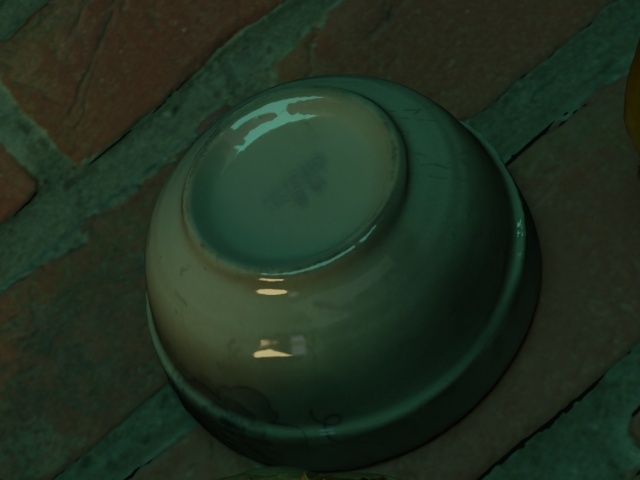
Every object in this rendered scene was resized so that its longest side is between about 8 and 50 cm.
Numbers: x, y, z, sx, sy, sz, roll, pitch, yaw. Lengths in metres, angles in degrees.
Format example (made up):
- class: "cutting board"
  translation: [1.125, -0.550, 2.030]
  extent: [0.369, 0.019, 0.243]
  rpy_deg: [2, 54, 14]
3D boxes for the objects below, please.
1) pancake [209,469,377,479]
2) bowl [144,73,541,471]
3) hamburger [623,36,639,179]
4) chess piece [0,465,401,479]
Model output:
- class: "pancake"
  translation: [-0.021, 0.298, 1.023]
  extent: [0.356, 0.065, 0.356]
  rpy_deg: [-1, 86, 19]
- class: "bowl"
  translation: [0.000, 0.000, 1.400]
  extent: [0.307, 0.163, 0.307]
  rpy_deg: [-10, 53, 13]
- class: "hamburger"
  translation: [0.364, -0.116, 1.314]
  extent: [0.290, 0.170, 0.314]
  rpy_deg: [28, 73, 42]
- class: "chess piece"
  translation: [-0.159, 0.248, 1.267]
  extent: [0.442, 0.234, 0.234]
  rpy_deg: [2, 59, 30]
